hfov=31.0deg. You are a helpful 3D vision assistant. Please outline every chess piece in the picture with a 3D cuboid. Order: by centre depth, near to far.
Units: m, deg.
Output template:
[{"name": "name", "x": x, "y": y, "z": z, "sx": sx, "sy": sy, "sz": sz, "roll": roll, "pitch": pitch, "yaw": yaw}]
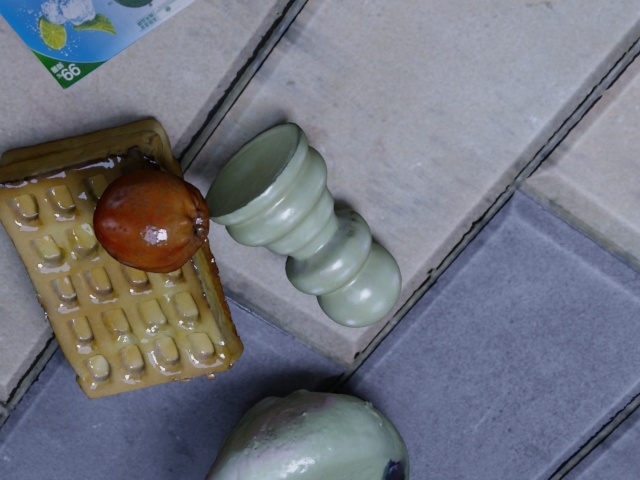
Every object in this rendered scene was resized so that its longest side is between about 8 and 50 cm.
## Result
[{"name": "chess piece", "x": 0.000, "y": 0.000, "z": 1.338, "sx": 0.144, "sy": 0.144, "sz": 0.251, "roll": -34, "pitch": 118, "yaw": 19}]

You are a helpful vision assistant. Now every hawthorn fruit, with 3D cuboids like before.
[{"name": "hawthorn fruit", "x": -0.180, "y": -0.020, "z": 1.235, "sx": 0.128, "sy": 0.128, "sz": 0.128, "roll": 1, "pitch": 119, "yaw": 2}]

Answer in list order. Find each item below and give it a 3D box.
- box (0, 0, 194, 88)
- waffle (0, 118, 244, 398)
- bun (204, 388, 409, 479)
[{"name": "box", "x": -0.236, "y": -0.273, "z": 1.220, "sx": 0.194, "sy": 0.073, "sz": 0.139, "roll": -31, "pitch": 114, "yaw": 18}, {"name": "waffle", "x": -0.240, "y": 0.030, "z": 1.381, "sx": 0.224, "sy": 0.098, "sz": 0.328, "roll": -12, "pitch": 120, "yaw": 10}, {"name": "bun", "x": -0.037, "y": 0.297, "z": 1.475, "sx": 0.293, "sy": 0.187, "sz": 0.293, "roll": -16, "pitch": 131, "yaw": -19}]
